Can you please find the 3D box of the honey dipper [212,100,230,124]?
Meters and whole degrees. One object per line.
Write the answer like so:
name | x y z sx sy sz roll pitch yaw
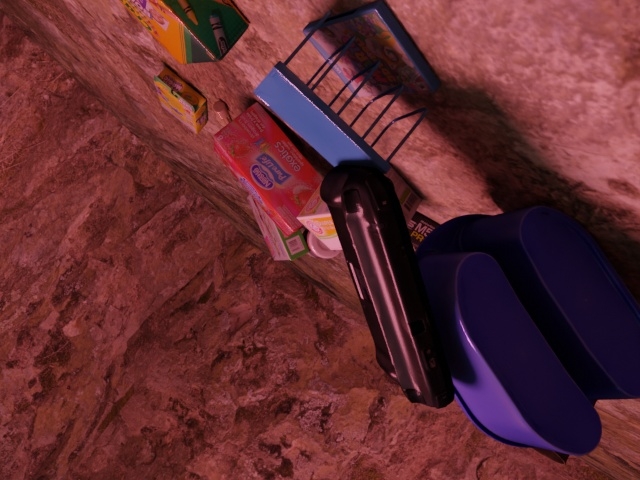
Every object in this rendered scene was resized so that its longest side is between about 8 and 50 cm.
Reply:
honey dipper | -0.228 -0.290 1.316 0.030 0.030 0.161 36 171 11

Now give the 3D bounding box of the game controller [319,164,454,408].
game controller | 0.082 0.058 0.682 0.166 0.067 0.319 -137 27 -71

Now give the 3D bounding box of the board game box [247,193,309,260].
board game box | -0.140 -0.057 1.671 0.242 0.064 0.316 67 167 -4

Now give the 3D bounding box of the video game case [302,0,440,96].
video game case | 0.056 -0.223 0.653 0.119 0.015 0.166 43 169 -30

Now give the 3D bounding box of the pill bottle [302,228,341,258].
pill bottle | 0.000 0.000 1.608 0.108 0.108 0.180 39 171 -10

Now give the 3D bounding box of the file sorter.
file sorter | 0.025 -0.170 0.653 0.170 0.104 0.118 40 170 -15

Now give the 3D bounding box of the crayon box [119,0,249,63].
crayon box | -0.251 -0.389 0.785 0.278 0.081 0.165 44 168 -34

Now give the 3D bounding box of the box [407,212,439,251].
box | 0.235 0.043 1.112 0.216 0.060 0.270 32 169 26

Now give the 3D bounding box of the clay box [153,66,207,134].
clay box | -0.354 -0.358 1.381 0.127 0.053 0.222 39 169 -7

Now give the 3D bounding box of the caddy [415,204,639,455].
caddy | 0.268 0.116 0.725 0.341 0.241 0.179 57 163 1

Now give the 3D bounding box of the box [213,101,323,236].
box | -0.101 -0.143 1.139 0.257 0.122 0.128 50 169 -3

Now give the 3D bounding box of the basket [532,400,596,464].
basket | 0.403 0.240 0.931 0.154 0.227 0.204 36 169 10

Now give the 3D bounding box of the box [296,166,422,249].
box | 0.066 -0.056 0.995 0.103 0.114 0.203 43 159 -23
